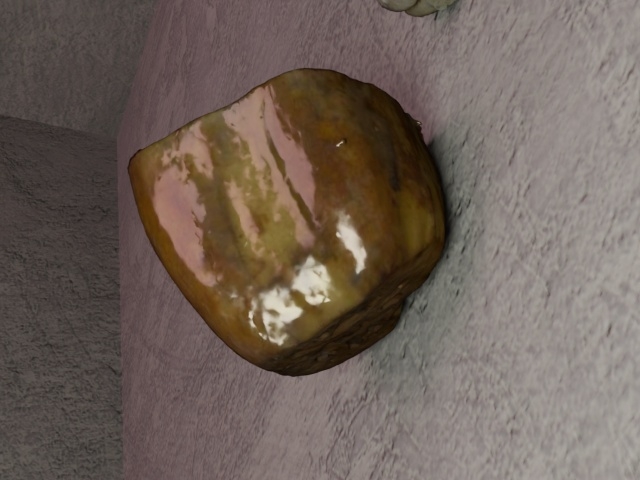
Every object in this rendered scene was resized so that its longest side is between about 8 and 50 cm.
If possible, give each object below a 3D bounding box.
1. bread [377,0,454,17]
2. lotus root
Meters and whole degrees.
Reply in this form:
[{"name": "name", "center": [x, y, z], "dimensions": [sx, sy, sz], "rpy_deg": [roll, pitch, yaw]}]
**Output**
[{"name": "bread", "center": [0.120, -0.411, 1.151], "dimensions": [0.183, 0.102, 0.337], "rpy_deg": [-120, 42, -67]}, {"name": "lotus root", "center": [0.000, 0.000, 1.102], "dimensions": [0.316, 0.316, 0.250], "rpy_deg": [-56, 49, 49]}]
